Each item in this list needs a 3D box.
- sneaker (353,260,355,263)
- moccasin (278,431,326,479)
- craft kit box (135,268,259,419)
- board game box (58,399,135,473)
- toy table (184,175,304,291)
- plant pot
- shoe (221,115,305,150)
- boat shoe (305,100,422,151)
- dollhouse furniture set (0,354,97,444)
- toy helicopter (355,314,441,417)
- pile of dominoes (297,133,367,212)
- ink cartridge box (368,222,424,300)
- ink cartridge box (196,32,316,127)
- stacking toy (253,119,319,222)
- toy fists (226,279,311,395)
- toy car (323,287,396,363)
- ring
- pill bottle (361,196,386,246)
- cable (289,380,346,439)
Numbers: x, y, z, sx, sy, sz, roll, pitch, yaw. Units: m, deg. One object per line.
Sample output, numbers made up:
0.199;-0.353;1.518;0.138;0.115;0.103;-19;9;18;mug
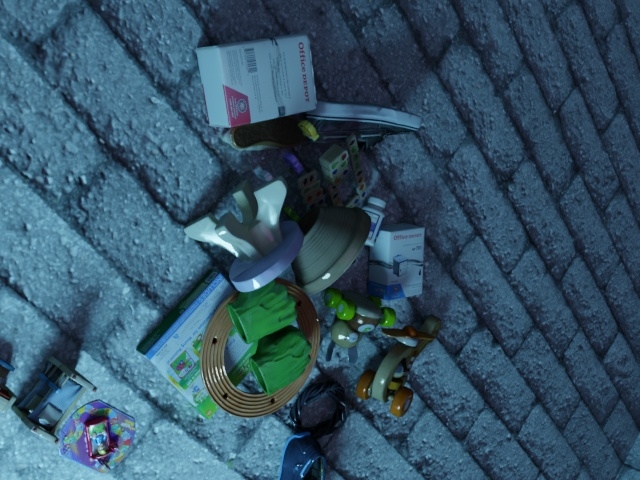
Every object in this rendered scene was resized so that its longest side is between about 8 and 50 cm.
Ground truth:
0.071;0.014;1.906;0.047;0.057;0.119;-38;122;-30;sneaker
-0.050;0.657;1.877;0.137;0.117;0.342;-14;117;-30;moccasin
-0.253;0.238;1.690;0.250;0.061;0.247;-48;122;-21;craft kit box
-0.464;0.422;1.567;0.168;0.033;0.133;43;72;-37;board game box
-0.153;-0.021;1.618;0.252;0.274;0.161;-29;110;6;toy table
0.000;0.000;1.730;0.109;0.237;0.237;39;74;-19;plant pot
-0.129;-0.245;1.697;0.219;0.058;0.077;-10;95;-40;shoe
0.103;-0.283;1.850;0.335;0.121;0.119;0;107;-28;boat shoe
-0.552;0.275;1.403;0.184;0.129;0.129;45;70;-35;dollhouse furniture set
0.243;0.300;2.047;0.355;0.140;0.235;-38;141;-46;toy helicopter
0.045;-0.123;1.804;0.196;0.040;0.251;-45;147;-18;pile of dominoes
0.206;0.056;2.010;0.139;0.082;0.191;-8;105;-38;ink cartridge box
-0.137;-0.357;1.634;0.237;0.100;0.172;-19;110;-34;ink cartridge box
-0.046;-0.155;1.736;0.167;0.052;0.221;-47;141;-10;stacking toy
-0.109;0.210;1.670;0.142;0.096;0.279;-29;118;-21;toy fists
0.079;0.235;1.914;0.155;0.149;0.188;13;103;-29;toy car
-0.140;0.250;1.732;0.336;0.032;0.337;-10;106;-38;ring
0.129;-0.050;1.934;0.067;0.067;0.120;26;82;-39;pill bottle
-0.002;0.444;1.938;0.184;0.047;0.151;1;100;-38;cable
